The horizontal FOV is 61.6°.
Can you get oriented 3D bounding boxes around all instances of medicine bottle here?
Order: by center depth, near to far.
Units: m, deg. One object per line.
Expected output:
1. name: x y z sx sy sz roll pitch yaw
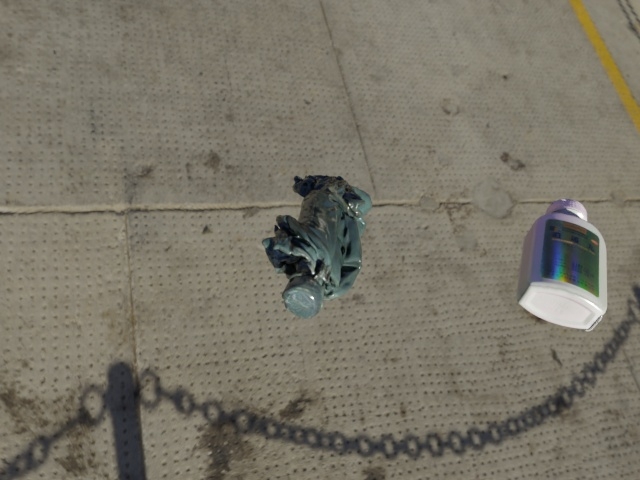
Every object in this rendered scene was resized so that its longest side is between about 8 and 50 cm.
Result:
1. medicine bottle: 0.371 0.025 0.820 0.115 0.078 0.219 20 48 9

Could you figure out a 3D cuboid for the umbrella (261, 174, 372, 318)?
1. umbrella: -0.003 0.001 0.775 0.143 0.094 0.349 19 30 -2
